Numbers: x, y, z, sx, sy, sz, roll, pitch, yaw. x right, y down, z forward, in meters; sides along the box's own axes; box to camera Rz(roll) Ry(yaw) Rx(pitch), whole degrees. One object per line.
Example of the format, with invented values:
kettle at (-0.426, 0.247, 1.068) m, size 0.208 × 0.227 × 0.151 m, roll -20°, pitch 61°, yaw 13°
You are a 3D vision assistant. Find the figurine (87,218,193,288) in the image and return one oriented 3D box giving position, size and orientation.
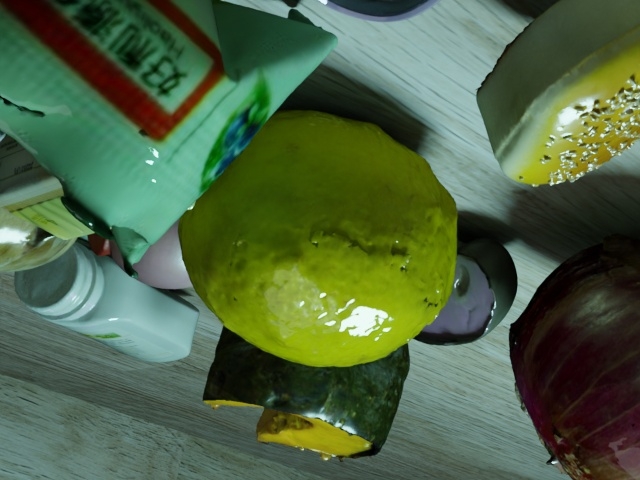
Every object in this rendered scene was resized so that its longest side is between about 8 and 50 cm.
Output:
figurine at (-0.159, -0.028, 1.300) m, size 0.173 × 0.173 × 0.173 m, roll 11°, pitch 161°, yaw 4°

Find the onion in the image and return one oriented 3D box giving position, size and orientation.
onion at (0.408, 0.122, 1.255) m, size 0.385 × 0.348 × 0.347 m, roll -38°, pitch 138°, yaw 19°

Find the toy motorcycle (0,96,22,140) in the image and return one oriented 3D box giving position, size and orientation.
toy motorcycle at (-0.373, -0.180, 1.006) m, size 0.327 × 0.143 × 0.188 m, roll 34°, pitch 140°, yaw -17°

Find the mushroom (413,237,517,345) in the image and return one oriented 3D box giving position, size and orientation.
mushroom at (0.162, 0.051, 1.411) m, size 0.188 × 0.141 × 0.117 m, roll -14°, pitch -178°, yaw 45°

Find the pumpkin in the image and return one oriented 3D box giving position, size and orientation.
pumpkin at (-0.007, 0.186, 1.690) m, size 0.256 × 0.226 × 0.303 m, roll 2°, pitch 161°, yaw 20°

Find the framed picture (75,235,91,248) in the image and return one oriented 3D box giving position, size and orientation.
framed picture at (-0.221, 0.010, 1.660) m, size 0.293 × 0.018 × 0.231 m, roll 21°, pitch 159°, yaw -24°

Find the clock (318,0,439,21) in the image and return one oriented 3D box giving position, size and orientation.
clock at (0.062, -0.207, 0.837) m, size 0.110 × 0.050 × 0.152 m, roll 19°, pitch 160°, yaw -20°

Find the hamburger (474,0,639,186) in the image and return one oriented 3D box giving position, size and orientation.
hamburger at (0.203, -0.120, 0.850) m, size 0.116 × 0.173 × 0.210 m, roll 49°, pitch 160°, yaw 8°

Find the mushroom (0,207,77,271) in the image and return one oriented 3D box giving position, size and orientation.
mushroom at (-0.366, -0.063, 1.270) m, size 0.254 × 0.184 × 0.255 m, roll 26°, pitch -175°, yaw -2°

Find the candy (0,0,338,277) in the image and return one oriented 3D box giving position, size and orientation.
candy at (-0.166, -0.163, 0.824) m, size 0.172 × 0.263 × 0.398 m, roll 37°, pitch 174°, yaw 45°

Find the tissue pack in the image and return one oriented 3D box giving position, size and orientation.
tissue pack at (-0.209, -0.103, 1.121) m, size 0.125 × 0.159 × 0.234 m, roll 28°, pitch 155°, yaw -36°

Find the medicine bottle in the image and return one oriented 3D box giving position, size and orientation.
medicine bottle at (-0.326, 0.094, 1.768) m, size 0.179 × 0.124 × 0.324 m, roll 8°, pitch 167°, yaw 25°

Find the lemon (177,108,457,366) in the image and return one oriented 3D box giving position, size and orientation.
lemon at (-0.002, -0.001, 1.158) m, size 0.260 × 0.261 × 0.284 m, roll -3°, pitch 156°, yaw 36°
